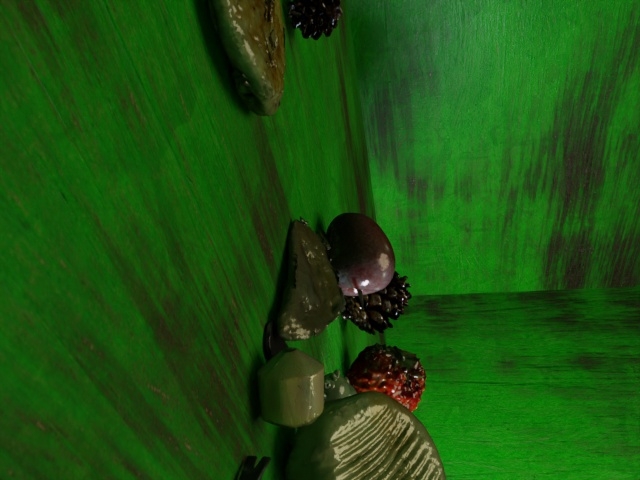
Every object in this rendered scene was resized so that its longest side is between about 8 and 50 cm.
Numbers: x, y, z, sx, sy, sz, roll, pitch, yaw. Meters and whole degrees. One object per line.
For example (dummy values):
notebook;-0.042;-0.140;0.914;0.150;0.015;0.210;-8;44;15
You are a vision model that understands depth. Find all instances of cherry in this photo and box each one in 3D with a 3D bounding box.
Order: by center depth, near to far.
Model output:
cherry;0.108;0.060;1.470;0.212;0.236;0.286;7;64;-37

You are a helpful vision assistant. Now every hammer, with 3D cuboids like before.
hammer;-0.090;0.441;0.797;0.227;0.041;0.159;73;19;-48

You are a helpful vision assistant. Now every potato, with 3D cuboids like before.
potato;-0.001;0.000;1.425;0.037;0.036;0.093;38;15;-25

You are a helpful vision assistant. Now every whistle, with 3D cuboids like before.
whistle;0.042;0.407;1.330;0.110;0.092;0.244;-57;149;-20

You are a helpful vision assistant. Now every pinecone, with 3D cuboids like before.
pinecone;-0.019;-0.562;1.256;0.121;0.140;0.140;-46;139;-36
pinecone;0.196;0.214;1.812;0.224;0.272;0.224;53;-20;29

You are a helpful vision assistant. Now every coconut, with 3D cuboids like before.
coconut;-0.051;0.243;0.869;0.116;0.116;0.122;-3;94;-79

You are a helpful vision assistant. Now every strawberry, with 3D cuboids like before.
strawberry;0.192;0.535;1.769;0.312;0.267;0.352;-1;119;-53

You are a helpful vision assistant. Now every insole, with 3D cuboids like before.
insole;-0.068;0.269;1.033;0.310;0.012;0.110;74;15;-48

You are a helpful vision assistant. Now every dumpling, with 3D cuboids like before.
dumpling;-0.030;0.107;1.095;0.166;0.086;0.332;41;35;-27

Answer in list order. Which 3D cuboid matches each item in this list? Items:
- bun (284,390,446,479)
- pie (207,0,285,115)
bun;0.081;0.493;1.030;0.364;0.219;0.366;18;56;-30
pie;-0.111;-0.376;0.852;0.339;0.077;0.340;-4;90;-79
